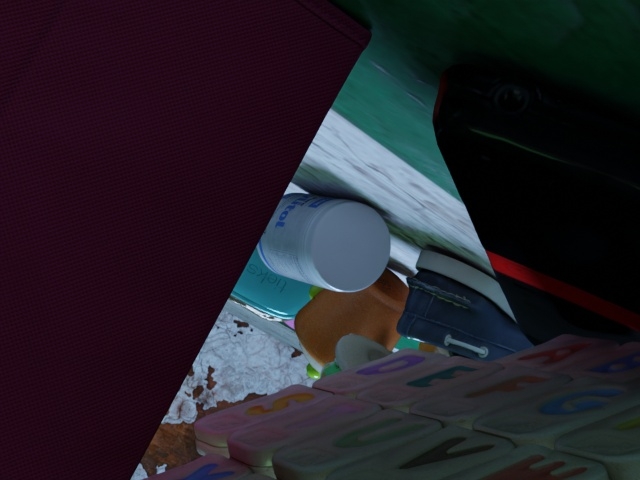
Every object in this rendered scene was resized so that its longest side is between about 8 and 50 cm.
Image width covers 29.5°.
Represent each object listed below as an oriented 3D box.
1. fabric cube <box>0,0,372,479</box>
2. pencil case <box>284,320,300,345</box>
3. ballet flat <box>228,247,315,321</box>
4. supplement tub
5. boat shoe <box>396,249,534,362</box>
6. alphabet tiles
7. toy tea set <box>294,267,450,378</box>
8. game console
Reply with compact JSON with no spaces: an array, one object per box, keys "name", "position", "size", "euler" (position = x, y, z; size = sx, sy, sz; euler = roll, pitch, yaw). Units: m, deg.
[{"name":"fabric cube","position":[-0.182,-0.046,0.575],"size":[0.259,0.258,0.254],"euler":[31,172,-24]},{"name":"pencil case","position":[-0.082,0.030,1.366],"size":[0.209,0.095,0.098],"euler":[30,-172,-3]},{"name":"ballet flat","position":[-0.146,-0.032,1.187],"size":[0.342,0.116,0.124],"euler":[27,-168,-24]},{"name":"supplement tub","position":[0.000,0.000,0.944],"size":[0.071,0.071,0.107],"euler":[31,170,-26]},{"name":"boat shoe","position":[0.142,0.090,1.012],"size":[0.095,0.079,0.254],"euler":[22,170,35]},{"name":"alphabet tiles","position":[0.047,0.084,0.534],"size":[0.278,0.021,0.284],"euler":[-15,-175,-23]},{"name":"toy tea set","position":[0.061,0.151,1.068],"size":[0.200,0.124,0.336],"euler":[35,-158,-10]},{"name":"game console","position":[0.251,0.057,0.565],"size":[0.386,0.060,0.342],"euler":[23,166,24]}]
